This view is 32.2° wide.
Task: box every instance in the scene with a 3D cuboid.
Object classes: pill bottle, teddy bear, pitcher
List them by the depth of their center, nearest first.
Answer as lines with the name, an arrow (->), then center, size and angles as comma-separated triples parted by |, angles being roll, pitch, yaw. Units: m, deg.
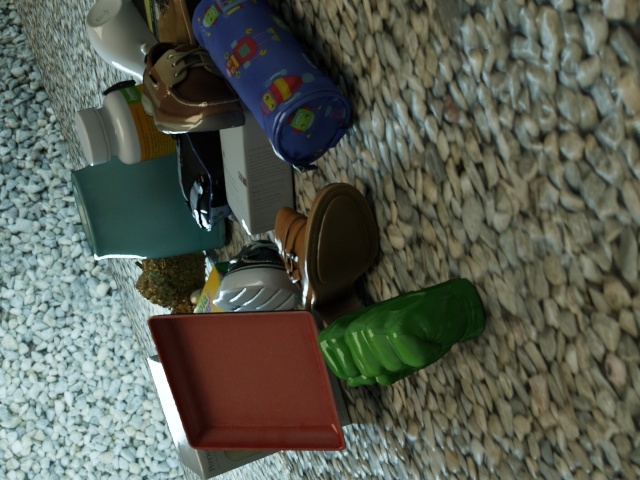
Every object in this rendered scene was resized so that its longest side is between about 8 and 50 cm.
pill bottle -> -0.312, -0.216, 2.006 | 0.136, 0.246, 0.136 | 162, 90, -71
pitcher -> -0.338, -0.362, 2.109 | 0.178, 0.125, 0.207 | 30, 167, 43
teddy bear -> -0.313, 0.064, 2.359 | 0.245, 0.113, 0.338 | 26, -154, -55

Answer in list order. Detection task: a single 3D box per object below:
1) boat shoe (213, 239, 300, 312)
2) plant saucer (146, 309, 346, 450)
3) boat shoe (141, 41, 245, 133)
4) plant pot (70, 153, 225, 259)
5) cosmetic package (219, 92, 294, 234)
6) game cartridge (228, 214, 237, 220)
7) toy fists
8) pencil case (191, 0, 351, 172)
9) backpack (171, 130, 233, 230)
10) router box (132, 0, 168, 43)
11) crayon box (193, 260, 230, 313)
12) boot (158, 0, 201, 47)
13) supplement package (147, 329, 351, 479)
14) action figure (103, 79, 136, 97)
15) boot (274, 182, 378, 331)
boat shoe -> -0.111, 0.053, 1.870 | 0.335, 0.121, 0.119 | 161, 125, -69
plant saucer -> -0.103, 0.202, 1.651 | 0.047, 0.258, 0.259 | -67, -31, -54
boat shoe -> -0.201, -0.232, 1.641 | 0.324, 0.123, 0.116 | 31, 128, 59
plant pot -> -0.354, -0.082, 2.212 | 0.272, 0.255, 0.271 | 165, 90, -74
cosmetic package -> -0.103, -0.136, 1.743 | 0.117, 0.085, 0.231 | -129, 27, -48
game cartridge -> -0.177, -0.084, 2.108 | 0.056, 0.017, 0.083 | 44, 147, 48
toy fists -> 0.086, 0.120, 1.346 | 0.279, 0.142, 0.096 | 155, 97, -72
pencil case -> -0.064, -0.229, 1.500 | 0.119, 0.133, 0.306 | -49, 49, 18
backpack -> -0.185, -0.110, 1.946 | 0.173, 0.117, 0.158 | 97, 150, -50
router box -> -0.266, -0.491, 1.888 | 0.309, 0.081, 0.243 | 92, 154, -45
crayon box -> -0.179, 0.187, 2.151 | 0.165, 0.081, 0.278 | 61, 143, 31
boot -> -0.220, -0.378, 1.765 | 0.115, 0.112, 0.305 | 12, 125, 29
supplement package -> -0.124, 0.254, 1.872 | 0.198, 0.263, 0.199 | 174, 78, -71
action figure -> -0.400, -0.217, 2.505 | 0.185, 0.099, 0.285 | 41, 149, 45
boot -> 0.000, 0.000, 1.579 | 0.220, 0.109, 0.283 | -125, 18, -51
